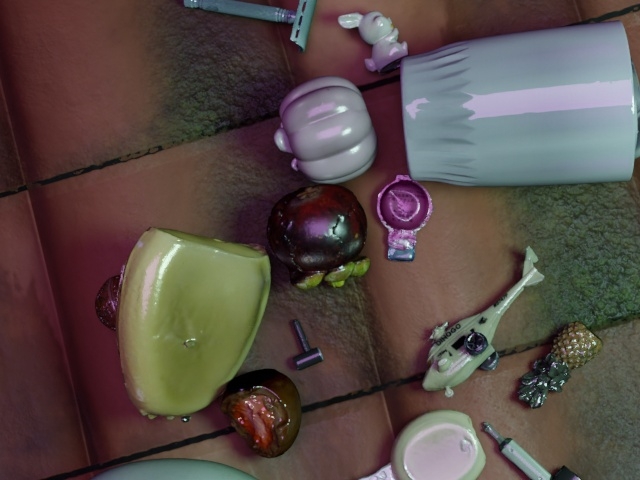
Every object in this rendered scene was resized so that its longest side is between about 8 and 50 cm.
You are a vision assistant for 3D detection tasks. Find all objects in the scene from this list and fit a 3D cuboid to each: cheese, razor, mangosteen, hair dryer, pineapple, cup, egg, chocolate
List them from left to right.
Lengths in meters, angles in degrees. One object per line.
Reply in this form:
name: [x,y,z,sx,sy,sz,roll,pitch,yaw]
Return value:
egg: [-0.219,0.454,1.836,0.371,0.230,0.230,6,82,12]
cheese: [-0.217,0.140,1.895,0.259,0.128,0.316,15,95,-28]
razor: [-0.125,-0.401,2.044,0.232,0.068,0.106,13,82,14]
chocolate: [-0.091,0.283,1.904,0.127,0.124,0.133,-15,104,-26]
hair dryer: [-0.031,0.170,1.962,0.047,0.026,0.083,-22,77,1]
mangosteen: [0.000,0.000,1.925,0.166,0.166,0.180,-19,105,3]
cheese: [0.140,-0.038,1.969,0.095,0.038,0.145,4,88,8]
cheese: [0.152,0.363,1.897,0.227,0.064,0.137,-27,79,3]
cup: [0.318,-0.210,1.870,0.372,0.253,0.253,-3,81,7]
hair dryer: [0.329,0.366,1.892,0.100,0.057,0.198,-45,72,-2]
pineapple: [0.381,0.202,1.898,0.074,0.074,0.159,44,96,10]

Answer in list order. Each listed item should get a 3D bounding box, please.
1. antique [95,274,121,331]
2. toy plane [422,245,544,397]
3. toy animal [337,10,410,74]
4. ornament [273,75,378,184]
antique: [-0.327,0.106,1.962,0.104,0.104,0.104,-1,82,5]
toy plane: [0.264,0.135,1.914,0.286,0.092,0.108,-45,55,0]
toy animal: [0.097,-0.347,2.002,0.085,0.071,0.124,-27,88,20]
ornament: [0.006,-0.177,1.935,0.177,0.177,0.177,-1,82,5]
